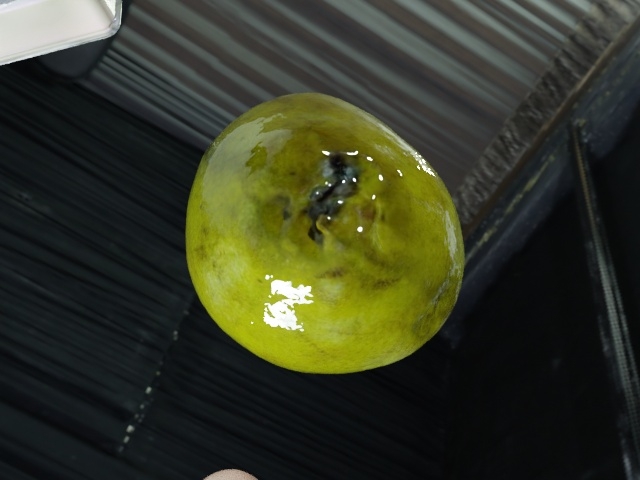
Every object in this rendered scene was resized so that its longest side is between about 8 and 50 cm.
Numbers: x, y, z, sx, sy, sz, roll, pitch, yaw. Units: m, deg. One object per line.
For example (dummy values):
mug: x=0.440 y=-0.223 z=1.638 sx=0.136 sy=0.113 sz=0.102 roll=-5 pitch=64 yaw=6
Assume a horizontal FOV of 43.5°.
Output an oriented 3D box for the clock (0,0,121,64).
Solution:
clock: x=-0.268 y=-0.269 z=0.761 sx=0.071 sy=0.147 sz=0.192 roll=64 pitch=16 yaw=-57

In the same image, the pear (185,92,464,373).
pear: x=0.000 y=0.000 z=0.988 sx=0.352 sy=0.352 sz=0.413 roll=-59 pitch=171 yaw=0

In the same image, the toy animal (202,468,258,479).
toy animal: x=-0.038 y=0.207 z=0.563 sx=0.089 sy=0.150 sz=0.083 roll=-44 pitch=-144 yaw=24
